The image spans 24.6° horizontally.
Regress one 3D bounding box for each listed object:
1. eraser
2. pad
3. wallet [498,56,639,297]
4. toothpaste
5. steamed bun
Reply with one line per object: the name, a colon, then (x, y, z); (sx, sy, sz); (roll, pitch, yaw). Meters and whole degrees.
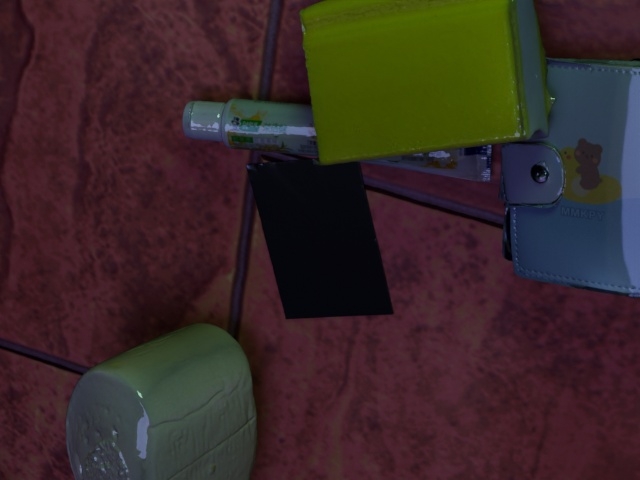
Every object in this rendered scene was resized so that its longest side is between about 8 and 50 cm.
eraser: (0.096, -0.159, 1.363); (0.226, 0.069, 0.158); (-5, 91, 27)
pad: (0.000, 0.000, 1.562); (0.127, 0.004, 0.190); (-3, 116, 22)
wallet: (0.251, -0.063, 1.390); (0.170, 0.069, 0.231); (7, 110, 29)
toothpaste: (0.015, -0.108, 1.468); (0.314, 0.056, 0.058); (6, 165, 13)
steamed bun: (-0.177, 0.216, 1.643); (0.154, 0.200, 0.250); (26, 125, 35)
